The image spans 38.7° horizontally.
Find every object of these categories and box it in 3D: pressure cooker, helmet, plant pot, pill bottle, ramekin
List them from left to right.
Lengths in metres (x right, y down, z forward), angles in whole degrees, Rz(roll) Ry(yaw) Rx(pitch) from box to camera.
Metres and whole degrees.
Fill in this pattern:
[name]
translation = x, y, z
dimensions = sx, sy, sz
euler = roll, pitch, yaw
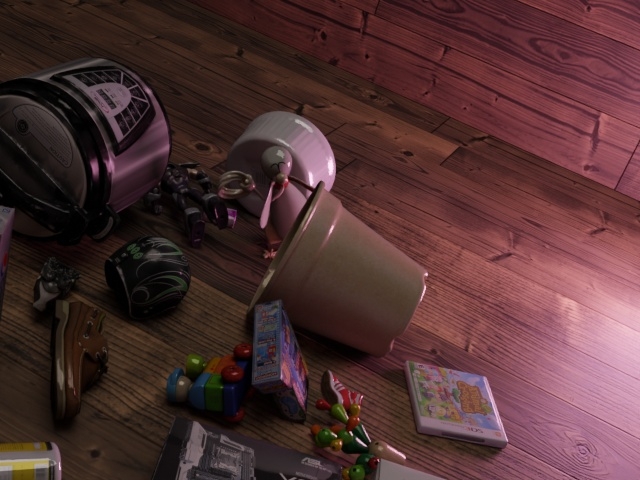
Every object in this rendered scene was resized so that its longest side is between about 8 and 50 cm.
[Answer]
[pill bottle]
translation = -0.487, 0.355, 1.360
dimensions = 0.184, 0.103, 0.103
euler = 4, 32, -26
[pressure cooker]
translation = -0.570, -0.192, 2.012
dimensions = 0.370, 0.375, 0.420
euler = 7, 24, 22
[helmet]
translation = -0.351, 0.071, 1.900
dimensions = 0.161, 0.169, 0.169
euler = -21, 45, -27
[ramekin]
translation = -0.112, -0.184, 2.370
dimensions = 0.277, 0.277, 0.135
euler = 25, 36, 11
[plant pot]
translation = 0.052, 0.088, 1.978
dimensions = 0.305, 0.334, 0.334
euler = 29, 28, -5

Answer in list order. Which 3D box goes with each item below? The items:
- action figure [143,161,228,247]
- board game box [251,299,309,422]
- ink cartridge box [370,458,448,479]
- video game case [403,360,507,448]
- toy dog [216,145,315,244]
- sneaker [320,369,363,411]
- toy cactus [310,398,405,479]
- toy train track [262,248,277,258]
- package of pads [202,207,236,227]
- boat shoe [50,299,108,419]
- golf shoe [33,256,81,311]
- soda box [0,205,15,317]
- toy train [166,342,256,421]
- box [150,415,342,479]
[action figure]
translation = -0.337, -0.109, 2.253
dimensions = 0.185, 0.099, 0.285
euler = -24, 44, -20
[board game box]
translation = -0.079, 0.248, 1.743
dimensions = 0.060, 0.194, 0.194
euler = -13, 28, 11
[ink cartridge box]
translation = 0.195, 0.496, 1.398
dimensions = 0.307, 0.223, 0.129
euler = 18, 28, -1
[video game case]
translation = 0.282, 0.344, 1.930
dimensions = 0.193, 0.023, 0.212
euler = 13, 29, -11
[toy dog]
translation = -0.076, -0.068, 2.166
dimensions = 0.334, 0.220, 0.161
euler = 37, 27, -54
[sneaker]
translation = 0.044, 0.306, 1.834
dimensions = 0.067, 0.042, 0.118
euler = 14, 23, -22
[toy cactus]
translation = 0.077, 0.372, 1.683
dimensions = 0.180, 0.112, 0.219
euler = 25, 6, -21
[toy train track]
translation = -0.110, 0.029, 2.257
dimensions = 0.048, 0.014, 0.083
euler = 37, 32, 29
[package of pads]
translation = -0.256, -0.064, 2.313
dimensions = 0.083, 0.032, 0.050
euler = 15, 32, -8
[boat shoe]
translation = -0.432, 0.204, 1.651
dimensions = 0.104, 0.110, 0.307
euler = 7, 31, -19
[golf shoe]
translation = -0.540, 0.090, 1.831
dimensions = 0.077, 0.094, 0.198
euler = 31, 1, -6
[soda box]
translation = -0.602, 0.076, 1.588
dimensions = 0.091, 0.286, 0.098
euler = 12, 29, -10
[toy train]
translation = -0.194, 0.244, 1.760
dimensions = 0.143, 0.105, 0.248
euler = 4, 22, 9
[box]
translation = -0.124, 0.427, 1.481
dimensions = 0.307, 0.076, 0.242
euler = 17, 28, -3
